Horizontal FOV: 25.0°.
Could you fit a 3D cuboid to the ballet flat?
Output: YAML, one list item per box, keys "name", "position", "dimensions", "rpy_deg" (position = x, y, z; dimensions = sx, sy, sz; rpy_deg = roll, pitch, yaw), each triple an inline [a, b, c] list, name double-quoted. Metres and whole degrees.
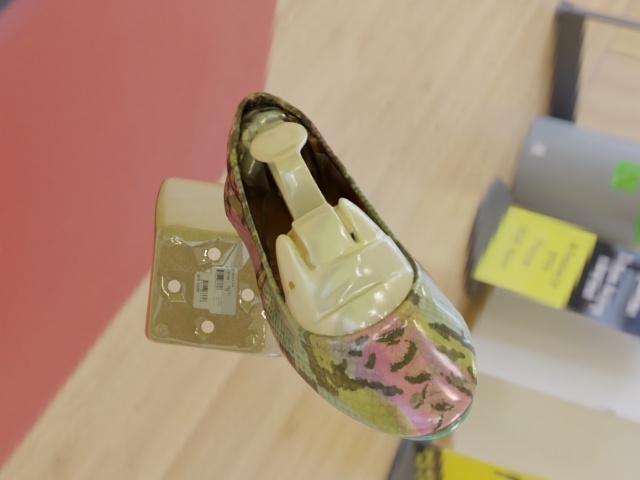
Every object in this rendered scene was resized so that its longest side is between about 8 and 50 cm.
- name: "ballet flat"
  position: [0.000, 0.000, 0.661]
  dimensions: [0.077, 0.221, 0.079]
  rpy_deg: [-25, 130, -6]

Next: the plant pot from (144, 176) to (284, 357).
- name: "plant pot"
  position: [-0.063, 0.023, 0.921]
  dimensions: [0.096, 0.109, 0.109]
  rpy_deg: [-53, 150, -79]
